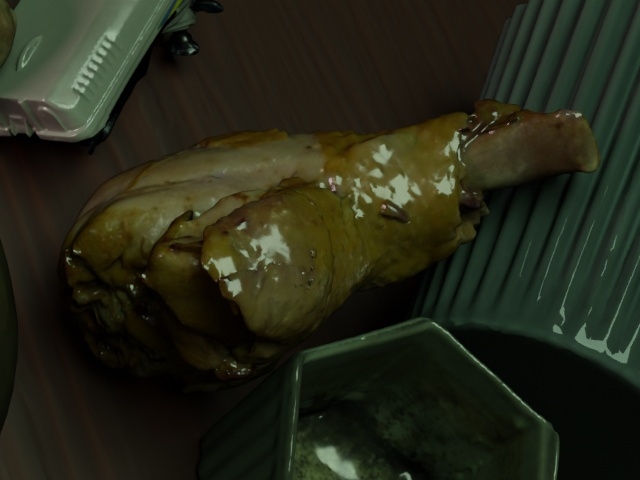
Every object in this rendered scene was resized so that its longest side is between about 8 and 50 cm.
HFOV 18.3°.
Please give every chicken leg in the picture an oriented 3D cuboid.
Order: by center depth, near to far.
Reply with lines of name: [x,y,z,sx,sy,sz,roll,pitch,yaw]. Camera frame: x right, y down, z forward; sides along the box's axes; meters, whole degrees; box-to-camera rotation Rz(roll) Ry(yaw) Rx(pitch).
chicken leg: [0.000,0.000,1.388,0.409,0.295,0.182,-16,94,6]

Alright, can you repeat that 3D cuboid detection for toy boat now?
toy boat: [-0.159,-0.173,1.562,0.141,0.141,0.269,41,56,-2]

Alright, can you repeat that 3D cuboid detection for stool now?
stool: [0.226,0.006,1.574,0.297,0.297,0.330,31,62,-9]

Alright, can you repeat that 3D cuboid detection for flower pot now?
flower pot: [0.033,0.192,1.439,0.239,0.189,0.209,42,55,-4]

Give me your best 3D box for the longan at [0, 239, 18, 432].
longan: [-0.368,0.055,1.228,0.361,0.361,0.361,11,62,-21]

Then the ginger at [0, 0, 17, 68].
ginger: [-0.324,-0.250,1.503,0.245,0.155,0.304,5,70,-6]
